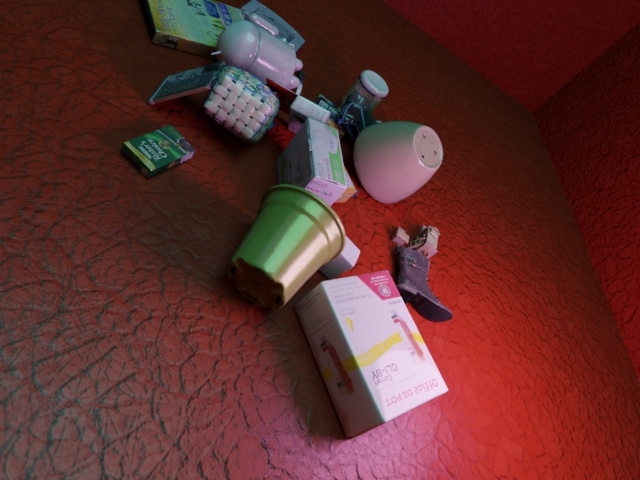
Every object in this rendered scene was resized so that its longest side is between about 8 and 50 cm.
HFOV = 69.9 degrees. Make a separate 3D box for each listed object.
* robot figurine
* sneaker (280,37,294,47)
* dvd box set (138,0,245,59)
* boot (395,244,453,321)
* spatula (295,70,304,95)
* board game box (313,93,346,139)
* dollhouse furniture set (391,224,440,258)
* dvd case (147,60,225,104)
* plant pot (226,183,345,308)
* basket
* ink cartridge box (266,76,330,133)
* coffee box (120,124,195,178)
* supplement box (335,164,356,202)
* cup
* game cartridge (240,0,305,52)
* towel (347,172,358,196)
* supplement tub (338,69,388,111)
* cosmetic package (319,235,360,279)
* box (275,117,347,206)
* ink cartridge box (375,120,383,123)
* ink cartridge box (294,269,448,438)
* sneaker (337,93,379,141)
[{"bbox_3d":[-0.232,-0.670,1.681,0.353,0.199,0.300,12,81,-42],"label":"robot figurine"},{"bbox_3d":[-0.185,-0.806,1.895,0.080,0.094,0.212,61,31,-1],"label":"sneaker"},{"bbox_3d":[-0.458,-0.822,1.743,0.420,0.062,0.308,-2,60,-40],"label":"dvd box set"},{"bbox_3d":[0.368,0.145,1.627,0.263,0.091,0.229,33,44,-11],"label":"boot"},{"bbox_3d":[-0.089,-0.639,1.920,0.084,0.030,0.296,26,45,-22],"label":"spatula"},{"bbox_3d":[0.037,-0.515,1.912,0.170,0.048,0.141,34,45,-13],"label":"board game box"},{"bbox_3d":[0.374,-0.039,1.767,0.161,0.101,0.182,35,43,-12],"label":"dollhouse furniture set"},{"bbox_3d":[-0.417,-0.494,1.427,0.164,0.221,0.018,-79,153,-43],"label":"dvd case"},{"bbox_3d":[-0.109,0.035,1.230,0.276,0.276,0.254,40,54,-6],"label":"plant pot"},{"bbox_3d":[-0.257,-0.450,1.529,0.254,0.201,0.289,33,9,-16],"label":"basket"},{"bbox_3d":[-0.095,-0.447,1.613,0.239,0.275,0.060,27,87,-5],"label":"ink cartridge box"},{"bbox_3d":[-0.460,-0.257,1.311,0.113,0.040,0.184,47,41,1],"label":"coffee box"},{"bbox_3d":[0.042,-0.253,1.688,0.080,0.078,0.233,1,59,-43],"label":"supplement box"},{"bbox_3d":[0.326,-0.326,1.772,0.331,0.237,0.331,7,78,-37],"label":"cup"},{"bbox_3d":[-0.215,-0.948,2.047,0.294,0.060,0.196,36,46,-11],"label":"game cartridge"},{"bbox_3d":[0.097,-0.223,1.736,0.067,0.029,0.119,6,54,-51],"label":"towel"},{"bbox_3d":[0.185,-0.623,2.001,0.144,0.199,0.144,22,47,-25],"label":"supplement tub"},{"bbox_3d":[0.000,0.000,1.400,0.231,0.117,0.085,44,40,-14],"label":"cosmetic package"},{"bbox_3d":[-0.040,-0.217,1.477,0.126,0.231,0.262,16,48,-29],"label":"box"},{"bbox_3d":[0.349,-0.494,2.092,0.181,0.056,0.224,35,37,30],"label":"ink cartridge box"},{"bbox_3d":[0.138,0.298,1.267,0.279,0.160,0.385,-5,62,-41],"label":"ink cartridge box"},{"bbox_3d":[0.189,-0.450,1.923,0.341,0.125,0.140,41,73,-35],"label":"sneaker"}]
